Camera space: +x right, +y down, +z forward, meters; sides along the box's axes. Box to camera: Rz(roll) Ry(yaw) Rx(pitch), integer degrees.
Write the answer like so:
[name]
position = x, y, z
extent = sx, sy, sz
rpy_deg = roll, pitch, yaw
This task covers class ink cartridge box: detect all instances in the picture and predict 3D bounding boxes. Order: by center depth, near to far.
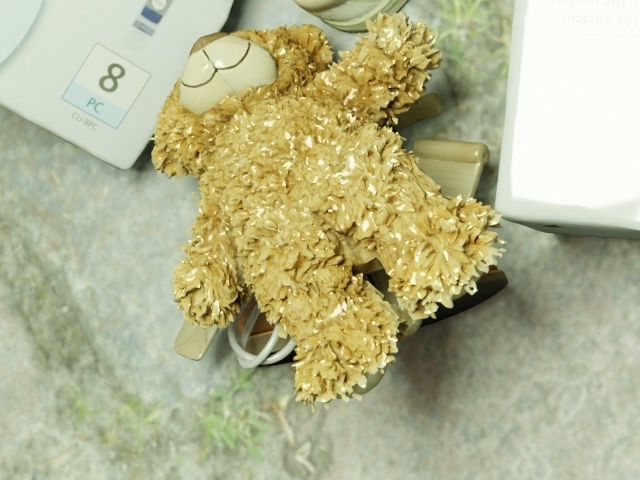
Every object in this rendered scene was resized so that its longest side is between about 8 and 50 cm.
[ink cartridge box]
position = -0.171, -0.284, 1.118
extent = 0.385, 0.308, 0.091
rpy_deg = -56, 27, 10

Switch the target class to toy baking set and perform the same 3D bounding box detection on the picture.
[toy baking set]
position = 0.001, -0.006, 1.126
extent = 0.256, 0.030, 0.197
rpy_deg = -16, 52, 23

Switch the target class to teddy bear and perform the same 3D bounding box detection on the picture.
[teddy bear]
position = -0.013, -0.041, 1.048
extent = 0.245, 0.113, 0.338
rpy_deg = -37, 50, 28

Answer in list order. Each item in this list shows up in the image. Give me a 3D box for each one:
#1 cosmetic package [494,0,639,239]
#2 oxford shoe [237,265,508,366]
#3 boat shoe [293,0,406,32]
[cosmetic package]
position = 0.260, -0.224, 1.019
extent = 0.230, 0.161, 0.453
rpy_deg = 6, 89, 20
[oxford shoe]
position = 0.030, 0.034, 1.137
extent = 0.212, 0.076, 0.076
rpy_deg = -13, 74, 19
[boat shoe]
position = 0.078, -0.287, 1.121
extent = 0.109, 0.098, 0.302
rpy_deg = 40, 100, 17
